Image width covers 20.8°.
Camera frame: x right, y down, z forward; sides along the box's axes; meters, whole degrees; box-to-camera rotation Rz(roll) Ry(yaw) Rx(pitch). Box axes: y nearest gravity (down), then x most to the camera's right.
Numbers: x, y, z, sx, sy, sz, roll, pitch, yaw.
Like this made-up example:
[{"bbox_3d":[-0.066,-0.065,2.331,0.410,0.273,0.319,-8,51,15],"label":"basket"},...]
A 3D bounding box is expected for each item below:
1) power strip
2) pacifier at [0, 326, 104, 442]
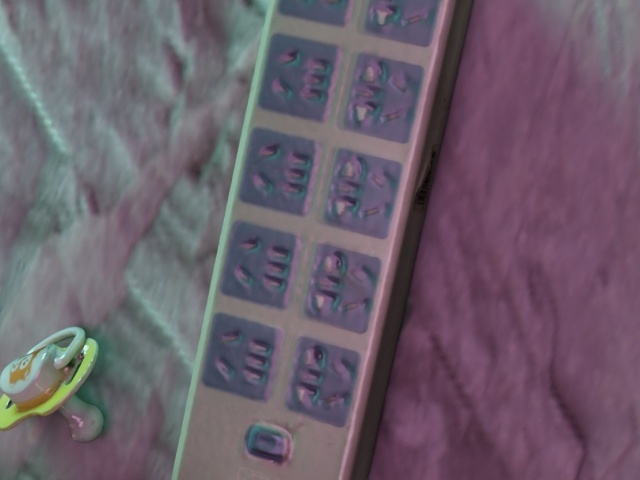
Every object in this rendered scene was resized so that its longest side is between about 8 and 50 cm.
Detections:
[{"bbox_3d":[0.000,0.000,0.955,0.106,0.043,0.367,14,96,20],"label":"power strip"},{"bbox_3d":[-0.150,0.089,1.015,0.083,0.068,0.064,-23,118,36],"label":"pacifier"}]
